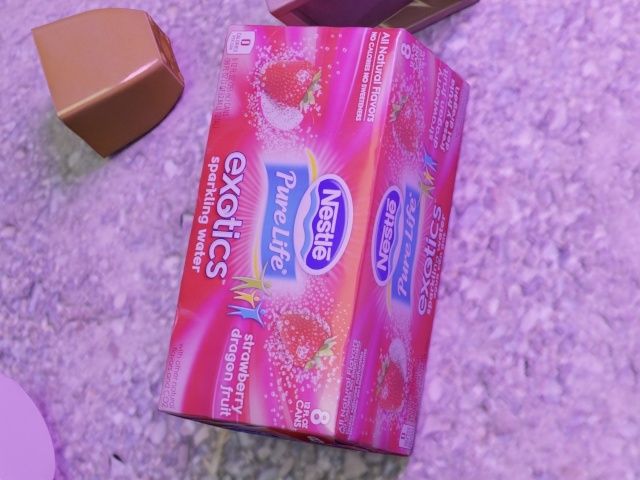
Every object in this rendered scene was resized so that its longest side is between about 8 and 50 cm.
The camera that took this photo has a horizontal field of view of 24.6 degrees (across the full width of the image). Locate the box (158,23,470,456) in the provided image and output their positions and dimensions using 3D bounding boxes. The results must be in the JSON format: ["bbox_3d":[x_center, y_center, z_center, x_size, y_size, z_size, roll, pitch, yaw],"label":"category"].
[{"bbox_3d":[0.000,0.000,0.938,0.128,0.122,0.257,5,80,27],"label":"box"}]

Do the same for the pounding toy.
[{"bbox_3d":[0.008,-0.194,0.979,0.141,0.130,0.100,-24,67,20],"label":"pounding toy"}]

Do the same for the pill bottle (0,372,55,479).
[{"bbox_3d":[-0.300,0.181,1.050,0.208,0.119,0.119,-29,66,17],"label":"pill bottle"}]

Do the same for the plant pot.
[{"bbox_3d":[-0.149,-0.124,1.074,0.083,0.081,0.081,-24,67,9],"label":"plant pot"}]
